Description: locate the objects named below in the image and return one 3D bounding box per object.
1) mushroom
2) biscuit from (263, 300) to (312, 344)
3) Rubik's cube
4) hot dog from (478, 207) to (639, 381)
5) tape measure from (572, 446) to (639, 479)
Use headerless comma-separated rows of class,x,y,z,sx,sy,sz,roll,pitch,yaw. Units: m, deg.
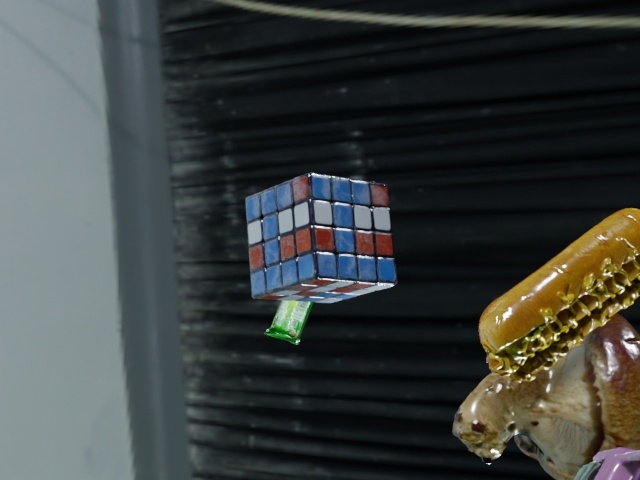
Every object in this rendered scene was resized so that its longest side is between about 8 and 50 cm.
mushroom,0.342,0.211,1.766,0.254,0.267,0.267,3,86,-55
biscuit,-0.035,0.090,1.586,0.046,0.016,0.089,25,49,-4
Rubik's cube,0.000,0.000,1.112,0.092,0.092,0.092,5,75,-39
hot dog,0.184,0.041,0.948,0.165,0.045,0.071,-36,132,-7
tape measure,0.360,0.291,1.197,0.231,0.245,0.149,35,70,0
